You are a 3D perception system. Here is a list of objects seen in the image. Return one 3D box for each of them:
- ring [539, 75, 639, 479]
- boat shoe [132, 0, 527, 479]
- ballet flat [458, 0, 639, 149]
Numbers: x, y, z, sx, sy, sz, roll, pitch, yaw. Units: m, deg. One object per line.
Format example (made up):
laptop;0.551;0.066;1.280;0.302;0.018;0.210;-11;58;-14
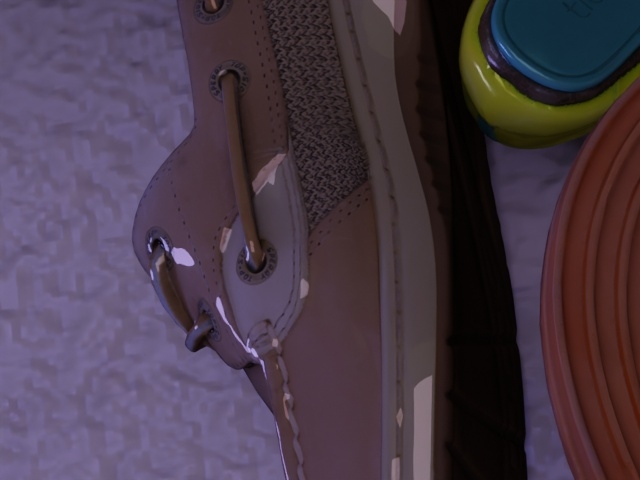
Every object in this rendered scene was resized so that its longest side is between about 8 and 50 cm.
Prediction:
ring;0.221;0.055;0.525;0.336;0.032;0.336;9;48;-10
boat shoe;0.000;0.000;0.634;0.110;0.121;0.341;-9;69;15
ballet flat;0.130;-0.112;0.633;0.077;0.077;0.231;43;73;14
